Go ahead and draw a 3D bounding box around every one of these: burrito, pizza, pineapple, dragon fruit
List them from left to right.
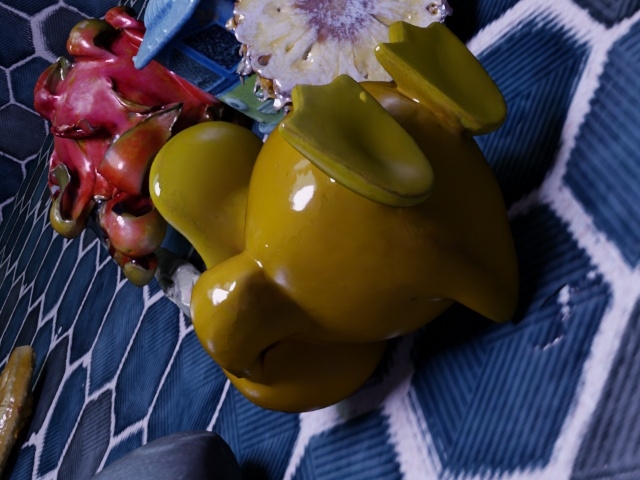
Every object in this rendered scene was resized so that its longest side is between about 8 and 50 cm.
[{"bbox_3d":[-0.480,0.281,1.454,0.127,0.058,0.246,-29,44,52],"label":"pizza"},{"bbox_3d":[-0.203,-0.118,1.058,0.243,0.227,0.307,-62,25,16],"label":"dragon fruit"},{"bbox_3d":[-0.153,0.042,1.025,0.045,0.041,0.185,-57,25,-4],"label":"burrito"},{"bbox_3d":[0.014,-0.161,0.750,0.137,0.161,0.176,96,-172,-79],"label":"pineapple"}]

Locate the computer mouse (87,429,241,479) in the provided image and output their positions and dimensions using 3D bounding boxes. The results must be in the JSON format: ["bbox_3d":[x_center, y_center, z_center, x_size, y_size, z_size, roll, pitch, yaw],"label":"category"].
[{"bbox_3d":[-0.184,0.289,0.689,0.374,0.114,0.203,-61,-2,5],"label":"computer mouse"}]

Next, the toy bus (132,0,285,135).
[{"bbox_3d":[-0.036,-0.276,0.902,0.152,0.190,0.312,-21,48,57],"label":"toy bus"}]

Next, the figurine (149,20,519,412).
[{"bbox_3d":[0.008,0.001,0.566,0.228,0.215,0.215,-19,49,44],"label":"figurine"}]
